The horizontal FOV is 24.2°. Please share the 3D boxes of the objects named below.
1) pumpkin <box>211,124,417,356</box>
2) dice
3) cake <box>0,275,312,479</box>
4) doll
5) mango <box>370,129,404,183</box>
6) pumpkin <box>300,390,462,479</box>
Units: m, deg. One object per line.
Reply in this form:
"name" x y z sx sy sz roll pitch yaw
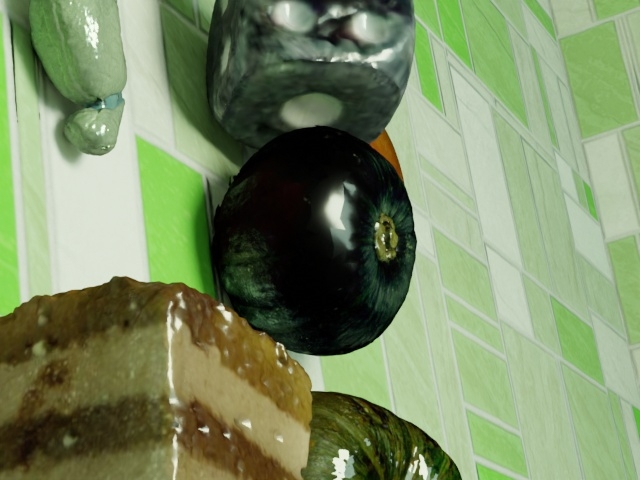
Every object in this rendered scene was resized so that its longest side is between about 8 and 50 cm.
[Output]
"pumpkin" 0.000 0.000 1.477 0.233 0.163 0.233 11 77 -56
"dice" -0.013 -0.203 1.526 0.182 0.181 0.183 8 58 -17
"cake" -0.131 0.195 1.016 0.199 0.196 0.293 43 42 -50
"doll" -0.205 -0.177 1.278 0.103 0.072 0.214 -16 91 -67
"mango" 0.013 -0.100 1.668 0.146 0.129 0.289 3 62 -64
"pumpkin" 0.014 0.265 1.324 0.260 0.189 0.260 22 54 -33
